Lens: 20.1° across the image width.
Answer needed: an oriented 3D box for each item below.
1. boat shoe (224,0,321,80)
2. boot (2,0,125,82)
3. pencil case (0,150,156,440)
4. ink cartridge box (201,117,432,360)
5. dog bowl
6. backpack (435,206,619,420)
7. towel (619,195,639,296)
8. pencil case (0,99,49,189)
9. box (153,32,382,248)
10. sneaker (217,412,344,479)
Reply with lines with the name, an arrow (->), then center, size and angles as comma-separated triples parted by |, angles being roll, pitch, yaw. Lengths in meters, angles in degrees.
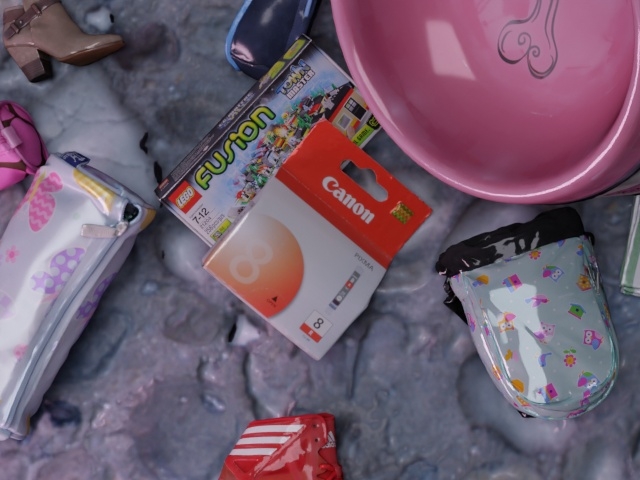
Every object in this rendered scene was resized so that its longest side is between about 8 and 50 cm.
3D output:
boat shoe -> 0.005, -0.266, 1.721 | 0.089, 0.109, 0.258 | 31, 105, 6
boot -> -0.260, -0.212, 1.783 | 0.118, 0.042, 0.087 | -20, 77, 7
pencil case -> -0.264, 0.053, 1.709 | 0.124, 0.113, 0.273 | 31, 90, 36
ink cartridge box -> 0.000, 0.000, 1.675 | 0.145, 0.045, 0.179 | 40, 94, -11
dog bowl -> 0.175, -0.211, 1.522 | 0.408, 0.150, 0.408 | 22, 124, 37
backpack -> 0.194, 0.074, 1.617 | 0.152, 0.115, 0.182 | -19, 82, 5
towel -> 0.354, 0.005, 1.635 | 0.152, 0.023, 0.113 | 10, 93, 12
pencil case -> -0.375, -0.064, 1.756 | 0.209, 0.098, 0.095 | -25, 79, 6
box -> -0.045, -0.080, 1.696 | 0.114, 0.036, 0.207 | 42, 92, -22
sneaker -> 0.012, 0.231, 1.646 | 0.221, 0.087, 0.128 | 23, 89, 12
